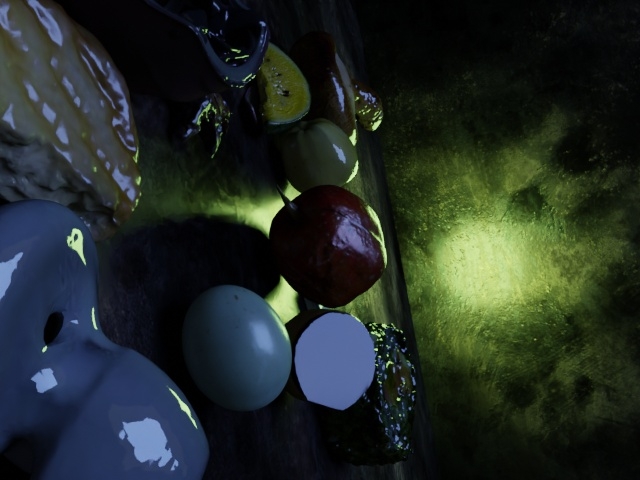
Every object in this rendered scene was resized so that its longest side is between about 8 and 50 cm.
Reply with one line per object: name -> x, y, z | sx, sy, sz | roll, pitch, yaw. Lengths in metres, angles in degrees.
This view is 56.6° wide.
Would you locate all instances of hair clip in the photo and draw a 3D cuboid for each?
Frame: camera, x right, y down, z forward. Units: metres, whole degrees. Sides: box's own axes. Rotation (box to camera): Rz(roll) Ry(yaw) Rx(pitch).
hair clip -> -0.149, -0.298, 1.310 | 0.137, 0.022, 0.054 | -95, 167, -56

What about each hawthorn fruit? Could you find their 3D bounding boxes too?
hawthorn fruit -> 0.015, 0.013, 1.259 | 0.262, 0.258, 0.258 | 29, 51, -68

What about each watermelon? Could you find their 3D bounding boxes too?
watermelon -> -0.099, -0.343, 1.363 | 0.129, 0.123, 0.301 | 38, 33, -48

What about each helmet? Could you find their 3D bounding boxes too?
helmet -> -0.224, -0.338, 0.779 | 0.338, 0.197, 0.271 | 65, 27, -13

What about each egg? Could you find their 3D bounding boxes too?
egg -> -0.120, 0.154, 0.853 | 0.149, 0.150, 0.192 | -61, 132, -66

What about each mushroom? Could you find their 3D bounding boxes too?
mushroom -> 0.011, -0.396, 1.608 | 0.345, 0.239, 0.345 | 49, 1, -1

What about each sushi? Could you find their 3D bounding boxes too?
sushi -> 0.116, 0.360, 1.460 | 0.352, 0.178, 0.293 | -57, 130, -64

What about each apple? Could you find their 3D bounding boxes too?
apple -> -0.004, -0.199, 1.448 | 0.200, 0.200, 0.199 | -12, 90, -74

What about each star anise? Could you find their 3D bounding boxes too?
star anise -> -0.195, -0.276, 1.004 | 0.272, 0.103, 0.271 | -12, 90, -77

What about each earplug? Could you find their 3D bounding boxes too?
earplug -> -0.214, 0.125, 0.507 | 0.214, 0.175, 0.325 | -70, 144, -65

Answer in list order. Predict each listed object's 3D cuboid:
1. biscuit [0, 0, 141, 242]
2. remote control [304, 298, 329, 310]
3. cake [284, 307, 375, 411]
biscuit -> -0.285, -0.132, 0.609 | 0.274, 0.091, 0.213 | 57, 29, -48
remote control -> 0.005, 0.113, 1.514 | 0.233, 0.038, 0.098 | -73, 146, -58
cake -> -0.012, 0.234, 1.186 | 0.207, 0.178, 0.185 | -45, 105, -32
